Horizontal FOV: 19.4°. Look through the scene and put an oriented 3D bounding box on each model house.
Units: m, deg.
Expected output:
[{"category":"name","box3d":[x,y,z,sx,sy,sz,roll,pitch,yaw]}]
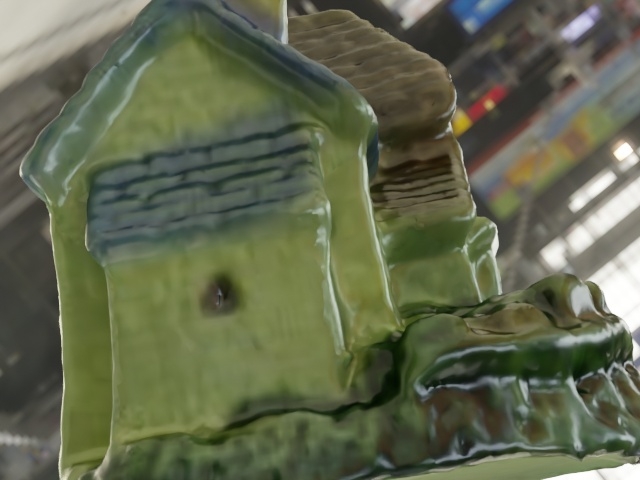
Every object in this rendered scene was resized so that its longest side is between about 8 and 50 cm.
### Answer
[{"category":"model house","box3d":[0.000,0.000,0.620,0.195,0.189,0.214,-14,169,5]}]
